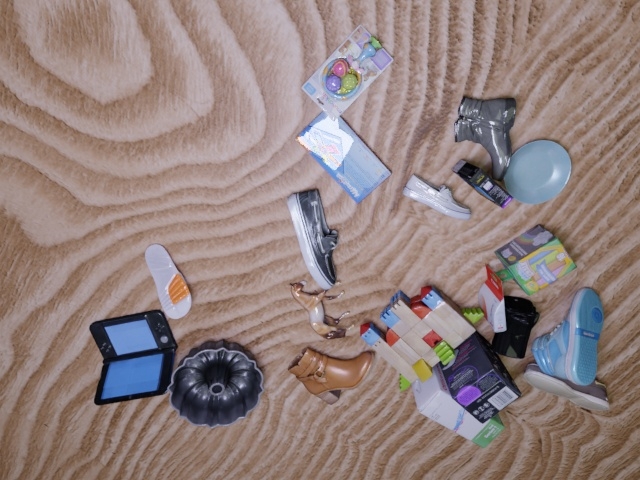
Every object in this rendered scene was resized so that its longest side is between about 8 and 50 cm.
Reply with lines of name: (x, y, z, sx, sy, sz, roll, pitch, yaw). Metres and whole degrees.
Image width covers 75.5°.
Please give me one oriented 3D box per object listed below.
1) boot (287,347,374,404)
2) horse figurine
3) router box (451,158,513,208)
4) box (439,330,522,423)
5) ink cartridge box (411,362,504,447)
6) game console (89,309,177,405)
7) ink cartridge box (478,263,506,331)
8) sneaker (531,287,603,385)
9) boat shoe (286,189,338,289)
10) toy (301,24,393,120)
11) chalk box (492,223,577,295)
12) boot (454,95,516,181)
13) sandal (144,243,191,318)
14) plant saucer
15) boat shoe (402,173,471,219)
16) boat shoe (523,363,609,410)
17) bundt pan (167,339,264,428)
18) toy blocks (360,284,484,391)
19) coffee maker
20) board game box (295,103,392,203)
boot: (0.037, 0.451, 1.506, 0.220, 0.109, 0.283, 41, 114, -8)
horse figurine: (0.012, 0.249, 1.440, 0.175, 0.066, 0.263, -17, 107, 3)
router box: (0.466, -0.168, 1.202, 0.133, 0.179, 0.046, 37, 106, -11)
box: (0.510, 0.431, 1.376, 0.143, 0.270, 0.165, 42, 107, -12)
ink cartridge box: (0.474, 0.564, 1.464, 0.278, 0.201, 0.117, 31, 108, -8)
game console: (-0.685, 0.414, 1.474, 0.293, 0.173, 0.250, -12, 110, 6)
ink cartridge box: (0.554, 0.186, 1.349, 0.045, 0.145, 0.179, -14, 109, 6)
sneaker: (0.820, 0.315, 1.406, 0.127, 0.208, 0.318, 25, 73, -14)
boat shoe: (0.000, 0.000, 1.315, 0.119, 0.121, 0.335, -17, 107, 13)
toy: (0.073, -0.471, 1.159, 0.237, 0.056, 0.137, -44, 94, 9)
chalk box: (0.655, 0.074, 1.311, 0.213, 0.132, 0.132, -37, 105, 16)
boot: (0.474, -0.298, 1.220, 0.161, 0.083, 0.246, 2, 109, 13)
sandal: (-0.513, 0.136, 1.421, 0.102, 0.076, 0.265, -22, 88, -5)
plant saucer: (0.651, -0.208, 1.255, 0.195, 0.037, 0.194, 1, 110, 3)
boat shoe: (0.369, -0.134, 1.270, 0.226, 0.083, 0.075, 21, 111, -5)
boat shoe: (0.879, 0.506, 1.483, 0.325, 0.096, 0.116, 23, 150, -2)
bundt pan: (-0.372, 0.503, 1.497, 0.331, 0.124, 0.330, -3, 107, -11)
toy blocks: (0.316, 0.288, 1.399, 0.261, 0.191, 0.381, 43, 107, -1)
coffee maker: (0.636, 0.297, 1.377, 0.120, 0.171, 0.178, 19, 114, 37)
board game box: (0.072, -0.259, 1.266, 0.145, 0.027, 0.281, -42, 104, 14)
